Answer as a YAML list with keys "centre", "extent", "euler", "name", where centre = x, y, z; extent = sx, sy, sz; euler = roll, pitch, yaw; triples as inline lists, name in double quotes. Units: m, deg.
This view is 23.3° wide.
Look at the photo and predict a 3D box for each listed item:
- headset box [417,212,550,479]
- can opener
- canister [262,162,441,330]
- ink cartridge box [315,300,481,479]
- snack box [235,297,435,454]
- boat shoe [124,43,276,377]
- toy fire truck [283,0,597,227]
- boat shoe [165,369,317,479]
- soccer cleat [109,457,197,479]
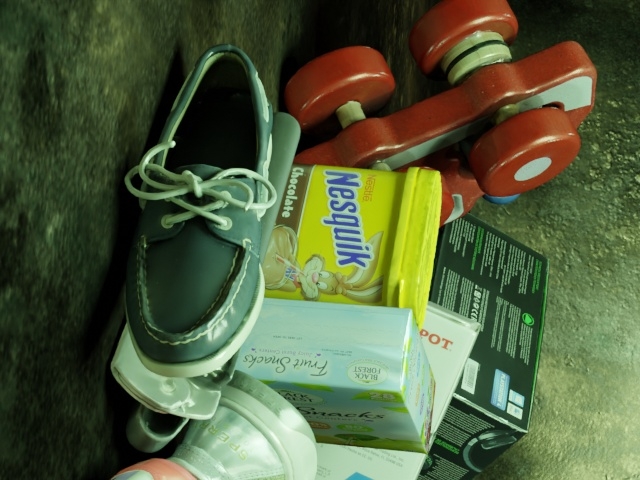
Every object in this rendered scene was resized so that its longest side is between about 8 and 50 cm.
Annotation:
- centre: [0.096, 0.150, 1.610]
  extent: [0.283, 0.131, 0.246]
  euler: [-50, -163, 41]
  name: "headset box"
- centre: [-0.085, 0.018, 1.084]
  extent: [0.095, 0.076, 0.283]
  euler: [-50, -162, 44]
  name: "can opener"
- centre: [0.000, 0.000, 1.189]
  extent: [0.073, 0.170, 0.126]
  euler: [76, 21, -60]
  name: "canister"
- centre: [0.037, 0.138, 1.381]
  extent: [0.086, 0.148, 0.203]
  euler: [-4, 117, -79]
  name: "ink cartridge box"
- centre: [-0.008, 0.105, 1.190]
  extent: [0.207, 0.174, 0.070]
  euler: [65, 31, -67]
  name: "snack box"
- centre: [-0.073, -0.026, 0.994]
  extent: [0.079, 0.095, 0.254]
  euler: [87, 12, -45]
  name: "boat shoe"
- centre: [0.110, -0.080, 1.457]
  extent: [0.254, 0.302, 0.169]
  euler: [73, -8, -69]
  name: "toy fire truck"
- centre: [-0.064, 0.225, 1.138]
  extent: [0.103, 0.118, 0.320]
  euler: [-44, 154, -32]
  name: "boat shoe"
- centre: [-0.119, 0.255, 0.985]
  extent: [0.095, 0.083, 0.248]
  euler: [-17, 120, -48]
  name: "soccer cleat"
